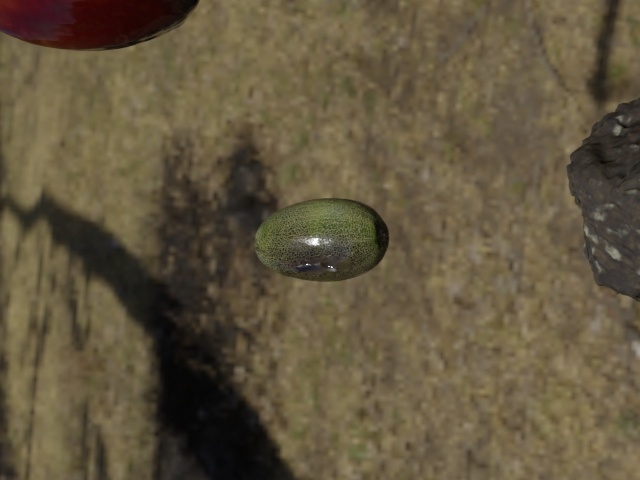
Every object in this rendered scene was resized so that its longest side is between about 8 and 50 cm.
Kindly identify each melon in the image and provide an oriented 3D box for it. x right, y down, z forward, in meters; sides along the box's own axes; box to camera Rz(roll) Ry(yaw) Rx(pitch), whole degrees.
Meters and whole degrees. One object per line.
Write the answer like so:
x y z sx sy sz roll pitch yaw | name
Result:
0.000 0.000 1.787 0.099 0.162 0.099 -4 -90 -70 | melon

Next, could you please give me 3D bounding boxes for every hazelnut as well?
-0.177 -0.227 1.073 0.208 0.208 0.208 -174 90 -72 | hazelnut

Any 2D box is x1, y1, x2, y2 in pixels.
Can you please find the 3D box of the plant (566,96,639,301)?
0.436 -0.006 1.812 0.213 0.215 0.312 -2 123 49 | plant
